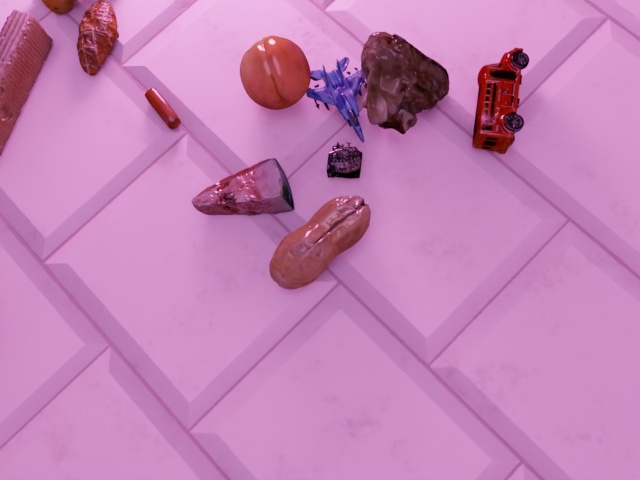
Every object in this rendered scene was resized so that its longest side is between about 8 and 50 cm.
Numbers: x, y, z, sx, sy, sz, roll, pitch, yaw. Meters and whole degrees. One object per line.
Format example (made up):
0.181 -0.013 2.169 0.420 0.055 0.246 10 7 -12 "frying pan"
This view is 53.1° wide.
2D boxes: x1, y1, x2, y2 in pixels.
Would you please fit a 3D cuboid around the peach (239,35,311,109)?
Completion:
-0.112 -0.419 1.620 0.184 0.184 0.184 -1 74 4 "peach"

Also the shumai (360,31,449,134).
0.185 -0.381 1.587 0.189 0.255 0.218 33 100 53 "shumai"

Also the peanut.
0.000 0.000 1.517 0.290 0.130 0.130 -42 76 -10 "peanut"

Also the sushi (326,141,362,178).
0.062 -0.202 1.603 0.083 0.056 0.085 7 76 7 "sushi"

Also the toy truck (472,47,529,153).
0.443 -0.352 1.588 0.114 0.107 0.253 8 75 6 "toy truck"

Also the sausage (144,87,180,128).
-0.414 -0.346 1.688 0.039 0.041 0.131 -35 75 -11 "sausage"

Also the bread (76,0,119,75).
-0.612 -0.566 1.749 0.104 0.076 0.233 5 76 8 "bread"

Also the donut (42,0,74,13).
-0.664 -0.736 1.767 0.295 0.151 0.112 -28 84 -4 "donut"

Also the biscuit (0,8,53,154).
-0.841 -0.391 1.683 0.078 0.144 0.426 16 77 8 "biscuit"

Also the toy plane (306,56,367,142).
0.064 -0.353 1.637 0.169 0.078 0.246 -23 80 -2 "toy plane"

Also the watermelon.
-0.200 -0.125 1.596 0.241 0.094 0.154 -17 66 2 "watermelon"
